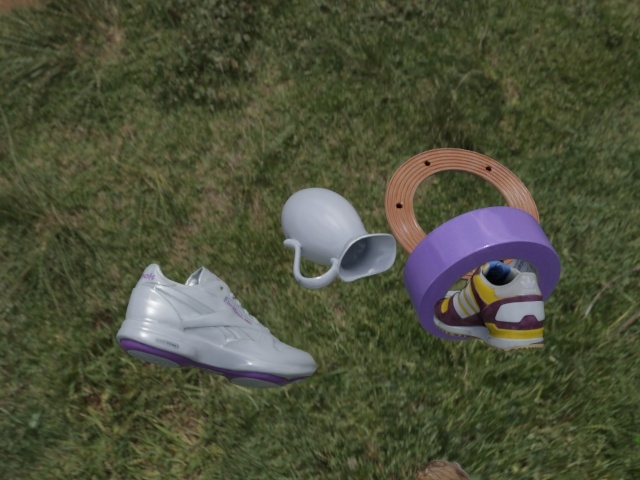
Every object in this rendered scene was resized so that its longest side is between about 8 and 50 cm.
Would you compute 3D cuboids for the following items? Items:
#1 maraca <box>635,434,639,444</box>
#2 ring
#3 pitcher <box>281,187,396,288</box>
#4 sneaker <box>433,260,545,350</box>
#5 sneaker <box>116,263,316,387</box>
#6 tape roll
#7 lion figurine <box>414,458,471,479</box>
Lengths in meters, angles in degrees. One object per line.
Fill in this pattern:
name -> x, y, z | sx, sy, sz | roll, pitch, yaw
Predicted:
maraca -> 0.588, 0.282, 1.462 | 0.186, 0.127, 0.099 | -28, 70, -38
ring -> 0.300, -0.056, 1.890 | 0.337, 0.032, 0.336 | 5, 57, -8
pitcher -> 0.000, 0.000, 1.512 | 0.178, 0.125, 0.207 | -24, 39, -25
sneaker -> 0.175, 0.061, 0.919 | 0.070, 0.185, 0.083 | 0, 94, -21
sneaker -> -0.130, 0.122, 1.261 | 0.305, 0.114, 0.152 | 21, 66, -30
tape roll -> 0.295, 0.065, 1.626 | 0.275, 0.274, 0.090 | -19, 50, -3
lion figurine -> 0.152, 0.504, 1.489 | 0.392, 0.142, 0.240 | -5, 42, -41
